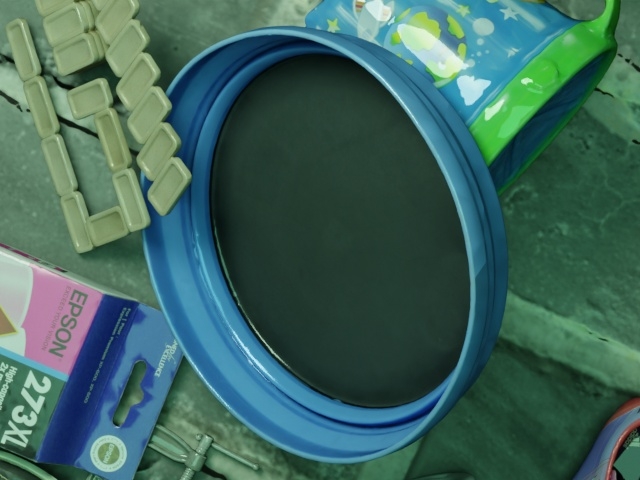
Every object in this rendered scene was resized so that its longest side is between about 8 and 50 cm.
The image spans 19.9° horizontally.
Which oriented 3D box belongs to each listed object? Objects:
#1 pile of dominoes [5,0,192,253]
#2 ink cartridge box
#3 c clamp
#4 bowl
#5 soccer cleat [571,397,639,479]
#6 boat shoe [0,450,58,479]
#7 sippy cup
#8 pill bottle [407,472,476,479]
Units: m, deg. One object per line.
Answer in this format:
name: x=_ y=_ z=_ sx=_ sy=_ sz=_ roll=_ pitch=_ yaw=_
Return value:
pile of dominoes: x=-0.196 y=-0.129 z=1.699 sx=0.196 sy=0.040 sz=0.251 roll=-17 pitch=91 yaw=46
ink cartridge box: x=-0.323 y=0.090 z=1.733 sx=0.371 sy=0.069 sz=0.175 roll=22 pitch=92 yaw=1
c clamp: x=-0.160 y=0.245 z=1.758 sx=0.137 sy=0.022 sz=0.160 roll=34 pitch=93 yaw=1
bowl: x=0.000 y=0.000 z=1.613 sx=0.391 sy=0.077 sz=0.391 roll=15 pitch=114 yaw=38
soccer cleat: x=0.260 y=0.259 z=1.712 sx=0.083 sy=0.095 sz=0.248 roll=30 pitch=92 yaw=0
boat shoe: x=-0.263 y=0.287 z=1.727 sx=0.233 sy=0.079 sz=0.084 roll=43 pitch=117 yaw=1
sippy cup: x=0.110 y=-0.162 z=1.652 sx=0.224 sy=0.240 sz=0.305 roll=42 pitch=68 yaw=10
pill bottle: x=0.113 y=0.317 z=1.711 sx=0.108 sy=0.108 sz=0.180 roll=-12 pitch=92 yaw=2
